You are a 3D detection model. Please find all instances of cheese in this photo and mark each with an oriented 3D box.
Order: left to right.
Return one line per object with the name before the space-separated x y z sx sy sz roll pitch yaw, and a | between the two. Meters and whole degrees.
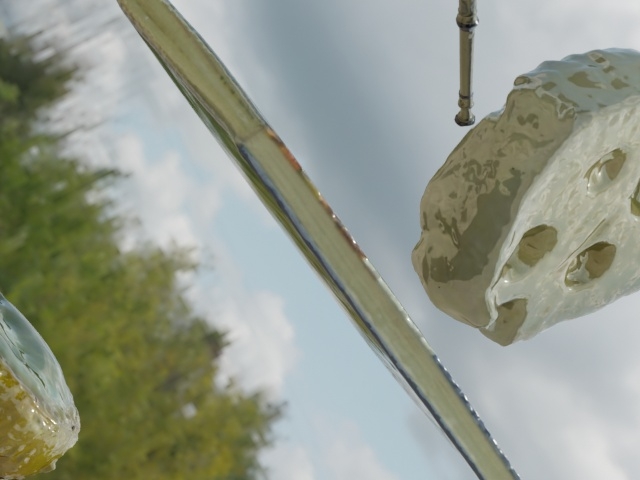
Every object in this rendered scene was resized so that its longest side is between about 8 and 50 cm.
cheese | 0.238 -0.035 1.670 0.115 0.318 0.326 43 1 38

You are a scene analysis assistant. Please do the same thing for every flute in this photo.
flute | 0.159 -0.210 1.896 0.027 0.027 0.233 53 -19 34

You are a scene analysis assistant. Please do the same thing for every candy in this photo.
candy | -0.359 0.133 1.819 0.260 0.118 0.260 52 1 -2

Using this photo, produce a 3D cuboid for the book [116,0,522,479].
book | 0.000 0.000 1.365 0.428 0.039 0.300 54 -2 -38
